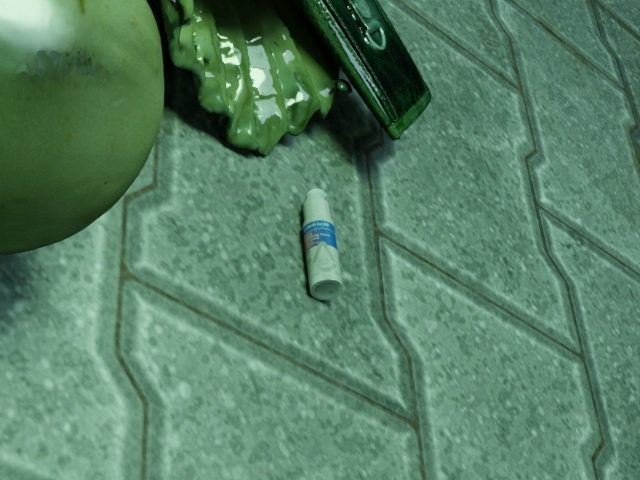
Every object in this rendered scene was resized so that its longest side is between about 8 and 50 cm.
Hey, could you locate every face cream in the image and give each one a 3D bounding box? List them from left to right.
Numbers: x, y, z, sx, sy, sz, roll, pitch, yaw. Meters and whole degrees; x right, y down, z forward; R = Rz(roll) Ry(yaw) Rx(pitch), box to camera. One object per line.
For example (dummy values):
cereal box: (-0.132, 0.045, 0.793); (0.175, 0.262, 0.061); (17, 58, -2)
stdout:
face cream: (0.000, 0.000, 1.403); (0.034, 0.034, 0.130); (29, 38, -34)

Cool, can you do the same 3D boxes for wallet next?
wallet: (0.043, -0.231, 1.559); (0.236, 0.055, 0.160); (55, 27, -7)

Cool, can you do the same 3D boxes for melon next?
melon: (-0.252, -0.114, 0.978); (0.308, 0.272, 0.272); (-16, 70, -34)

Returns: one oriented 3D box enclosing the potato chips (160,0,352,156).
potato chips: (-0.110, -0.275, 1.481); (0.373, 0.097, 0.389); (31, 33, -48)
